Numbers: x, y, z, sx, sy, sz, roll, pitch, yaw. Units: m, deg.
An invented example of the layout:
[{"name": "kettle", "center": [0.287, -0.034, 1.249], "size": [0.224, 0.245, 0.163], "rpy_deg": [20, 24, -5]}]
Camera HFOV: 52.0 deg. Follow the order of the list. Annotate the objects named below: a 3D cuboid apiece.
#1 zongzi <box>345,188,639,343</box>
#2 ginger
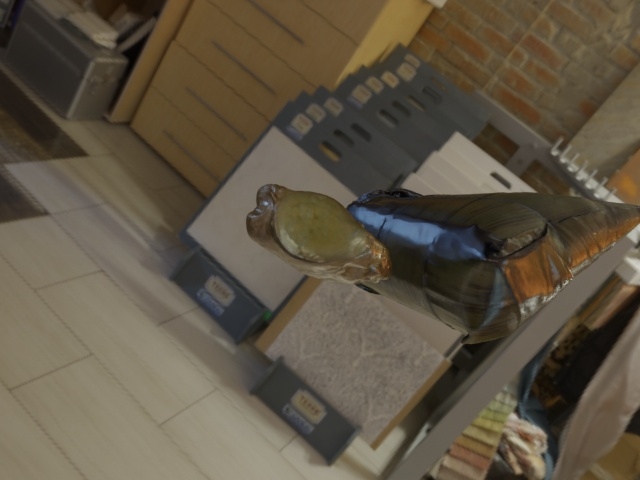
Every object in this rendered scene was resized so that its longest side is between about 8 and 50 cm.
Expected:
[{"name": "zongzi", "center": [0.199, -0.010, 0.786], "size": [0.300, 0.138, 0.286], "rpy_deg": [-24, 25, -26]}, {"name": "ginger", "center": [0.004, 0.002, 0.619], "size": [0.138, 0.074, 0.213], "rpy_deg": [32, -5, 6]}]
